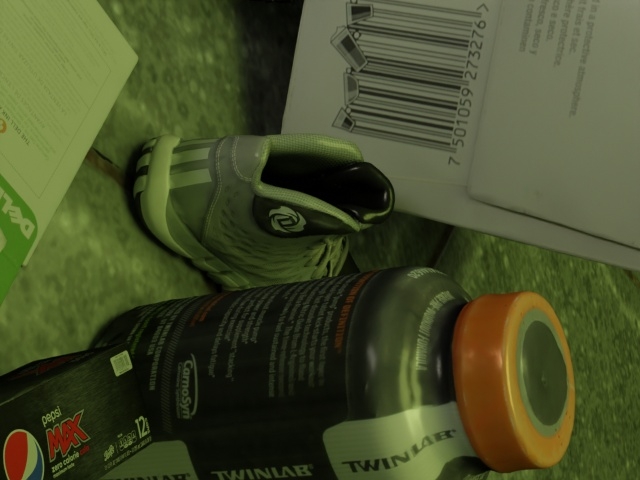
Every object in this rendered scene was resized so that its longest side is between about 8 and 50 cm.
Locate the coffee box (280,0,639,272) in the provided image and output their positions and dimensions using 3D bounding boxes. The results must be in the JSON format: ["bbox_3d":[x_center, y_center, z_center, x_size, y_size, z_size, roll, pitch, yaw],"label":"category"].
[{"bbox_3d":[0.216,-0.162,0.975,0.334,0.338,0.337,-1,104,-62],"label":"coffee box"}]

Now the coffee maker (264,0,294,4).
[{"bbox_3d":[-0.061,-0.271,0.886,0.171,0.120,0.178,86,11,-65],"label":"coffee maker"}]

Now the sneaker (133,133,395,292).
[{"bbox_3d":[0.000,0.000,0.869,0.229,0.132,0.086,35,53,-50],"label":"sneaker"}]

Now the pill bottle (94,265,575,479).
[{"bbox_3d":[0.006,0.083,0.744,0.130,0.246,0.130,23,62,-55],"label":"pill bottle"}]

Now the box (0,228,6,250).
[{"bbox_3d":[-0.274,-0.088,0.353,0.168,0.215,0.345,-54,127,-51],"label":"box"}]

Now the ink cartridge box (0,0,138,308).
[{"bbox_3d":[-0.172,-0.053,0.665,0.109,0.062,0.209,55,39,-35],"label":"ink cartridge box"}]

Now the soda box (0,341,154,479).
[{"bbox_3d":[-0.138,0.092,0.615,0.169,0.060,0.053,-24,101,-69],"label":"soda box"}]
